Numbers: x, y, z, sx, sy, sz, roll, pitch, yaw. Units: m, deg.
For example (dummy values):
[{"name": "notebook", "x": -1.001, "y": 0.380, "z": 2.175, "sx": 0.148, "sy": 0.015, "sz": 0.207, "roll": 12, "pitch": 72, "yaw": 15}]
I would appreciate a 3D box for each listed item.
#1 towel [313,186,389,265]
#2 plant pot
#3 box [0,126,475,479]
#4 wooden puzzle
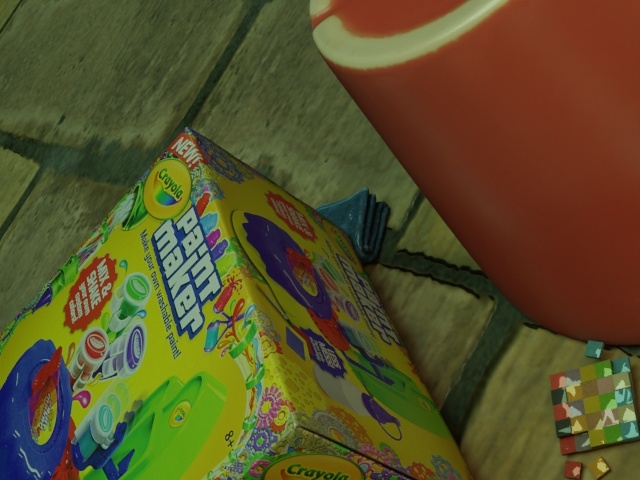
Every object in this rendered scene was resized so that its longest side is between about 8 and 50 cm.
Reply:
[{"name": "towel", "x": 0.000, "y": 0.000, "z": 0.827, "sx": 0.119, "sy": 0.029, "sz": 0.067, "roll": -15, "pitch": 50, "yaw": 40}, {"name": "plant pot", "x": 0.141, "y": -0.109, "z": 0.578, "sx": 0.275, "sy": 0.243, "sz": 0.275, "roll": -29, "pitch": 42, "yaw": 30}, {"name": "box", "x": -0.086, "y": 0.134, "z": 0.665, "sx": 0.279, "sy": 0.177, "sz": 0.290, "roll": -45, "pitch": 38, "yaw": 15}, {"name": "wooden puzzle", "x": 0.159, "y": 0.097, "z": 0.574, "sx": 0.049, "sy": 0.006, "sz": 0.083, "roll": -22, "pitch": 53, "yaw": 32}]
